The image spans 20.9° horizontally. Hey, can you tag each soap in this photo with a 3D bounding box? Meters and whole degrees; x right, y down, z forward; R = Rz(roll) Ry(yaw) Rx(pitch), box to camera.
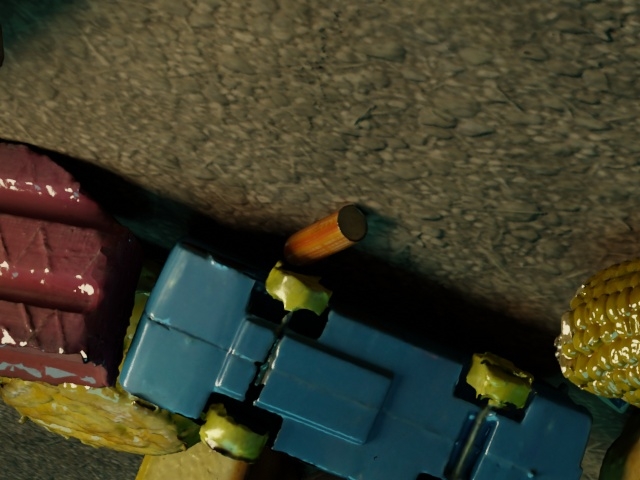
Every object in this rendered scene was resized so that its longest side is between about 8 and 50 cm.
[{"bbox_3d":[-0.297,0.012,1.458,0.289,0.182,0.112,9,155,8],"label":"soap"}]

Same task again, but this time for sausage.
[{"bbox_3d":[0.000,0.000,1.400,0.031,0.031,0.107,29,152,-20],"label":"sausage"}]

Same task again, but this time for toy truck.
[{"bbox_3d":[0.031,0.123,1.460,0.385,0.161,0.162,22,-175,-7],"label":"toy truck"}]

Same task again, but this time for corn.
[{"bbox_3d":[0.290,0.050,1.202,0.119,0.119,0.322,33,150,-27],"label":"corn"}]

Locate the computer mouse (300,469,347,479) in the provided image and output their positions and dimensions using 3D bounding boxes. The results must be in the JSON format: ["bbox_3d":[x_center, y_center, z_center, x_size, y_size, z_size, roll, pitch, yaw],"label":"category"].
[{"bbox_3d":[0.042,0.263,1.796,0.217,0.073,0.122,-12,169,3],"label":"computer mouse"}]

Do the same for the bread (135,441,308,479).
[{"bbox_3d":[-0.129,0.362,1.873,0.143,0.333,0.323,14,158,16],"label":"bread"}]

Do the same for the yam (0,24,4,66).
[{"bbox_3d":[-0.333,-0.128,1.261,0.128,0.129,0.238,-3,167,-35],"label":"yam"}]

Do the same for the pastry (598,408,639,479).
[{"bbox_3d":[0.376,0.255,1.474,0.284,0.184,0.316,31,152,-22],"label":"pastry"}]

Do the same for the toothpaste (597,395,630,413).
[{"bbox_3d":[0.258,0.099,1.421,0.057,0.035,0.197,35,156,3],"label":"toothpaste"}]

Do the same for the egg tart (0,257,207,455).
[{"bbox_3d":[-0.197,0.117,1.651,0.341,0.132,0.341,14,154,7],"label":"egg tart"}]
